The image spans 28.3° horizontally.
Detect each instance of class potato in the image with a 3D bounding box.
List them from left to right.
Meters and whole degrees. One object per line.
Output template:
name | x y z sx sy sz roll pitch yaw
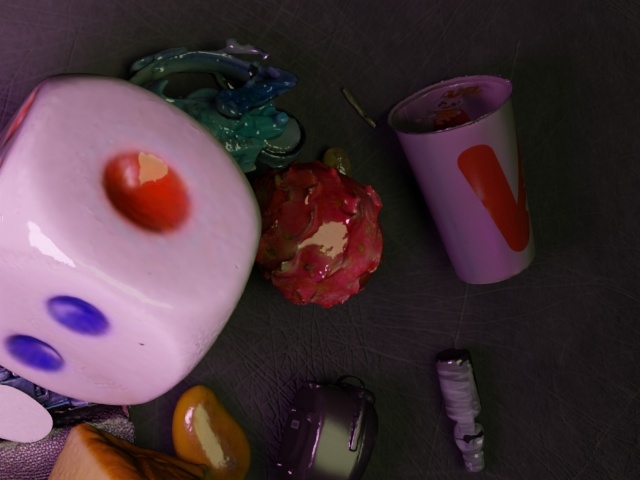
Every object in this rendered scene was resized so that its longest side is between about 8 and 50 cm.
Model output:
potato | 0.026 -0.094 1.904 0.046 0.045 0.092 -49 128 -61

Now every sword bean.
sword bean | 0.058 -0.202 1.934 0.083 0.012 0.012 47 70 -29

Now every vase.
vase | 0.235 0.281 2.071 0.060 0.060 0.211 -22 107 -30

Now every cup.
cup | 0.237 -0.089 1.971 0.203 0.203 0.288 -32 118 -27

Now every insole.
insole | -0.421 0.196 1.563 0.197 0.004 0.065 29 92 -21

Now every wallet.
wallet | -0.347 0.343 1.695 0.221 0.071 0.262 -14 109 -32

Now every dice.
dice | -0.269 0.004 1.516 0.304 0.304 0.276 30 54 -20

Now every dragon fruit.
dragon fruit | 0.000 0.000 1.808 0.210 0.205 0.268 -26 139 9

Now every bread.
bread | -0.213 0.412 1.550 0.245 0.362 0.233 28 90 -32

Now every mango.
mango | -0.158 0.281 1.805 0.103 0.076 0.161 -26 105 -24

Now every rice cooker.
rice cooker | 0.010 0.295 1.879 0.118 0.142 0.203 19 81 -21

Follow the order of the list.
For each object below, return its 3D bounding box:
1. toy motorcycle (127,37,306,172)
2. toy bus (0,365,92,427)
toy motorcycle | -0.153 -0.169 1.714 0.260 0.154 0.206 -15 67 -30
toy bus | -0.374 0.180 1.641 0.237 0.094 0.079 -13 106 -30
